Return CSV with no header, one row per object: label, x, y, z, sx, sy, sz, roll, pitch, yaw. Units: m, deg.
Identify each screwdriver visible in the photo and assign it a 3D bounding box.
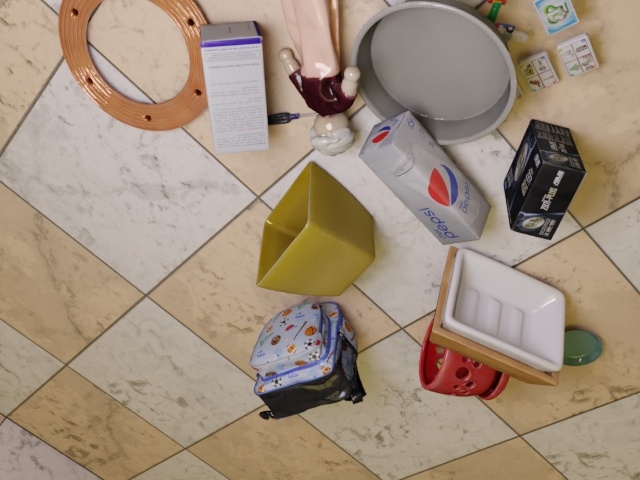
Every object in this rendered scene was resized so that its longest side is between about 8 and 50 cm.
screwdriver,-0.030,-0.256,1.157,0.170,0.025,0.024,-7,123,8

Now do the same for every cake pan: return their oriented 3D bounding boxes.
cake pan,0.197,-0.292,0.988,0.293,0.054,0.293,20,148,13

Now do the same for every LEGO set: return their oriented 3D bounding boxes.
LEGO set,0.336,-0.348,0.953,0.182,0.060,0.244,-18,141,33

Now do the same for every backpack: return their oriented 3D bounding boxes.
backpack,-0.034,0.273,1.383,0.276,0.263,0.213,-17,114,20

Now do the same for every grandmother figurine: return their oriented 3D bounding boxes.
grandmother figurine,0.004,-0.308,1.037,0.104,0.208,0.342,-26,128,-18

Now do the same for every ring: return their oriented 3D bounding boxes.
ring,-0.362,-0.380,1.139,0.336,0.032,0.337,7,127,9

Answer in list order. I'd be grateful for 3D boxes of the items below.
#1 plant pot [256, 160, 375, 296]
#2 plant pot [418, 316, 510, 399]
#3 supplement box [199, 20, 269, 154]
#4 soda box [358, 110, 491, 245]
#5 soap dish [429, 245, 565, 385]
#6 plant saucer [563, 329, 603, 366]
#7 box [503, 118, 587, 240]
plant pot,0.000,0.000,1.224,0.187,0.212,0.212,26,128,-21
plant pot,0.343,0.280,1.340,0.174,0.191,0.191,18,128,-6
supplement box,-0.162,-0.289,1.085,0.114,0.111,0.220,-8,126,-8
soda box,0.209,-0.113,1.110,0.286,0.091,0.098,43,149,-26
soap dish,0.382,0.168,1.236,0.290,0.229,0.118,24,143,-4
plant saucer,0.608,0.252,1.355,0.119,0.021,0.119,6,126,9
box,0.404,-0.114,1.043,0.077,0.180,0.147,15,128,2
